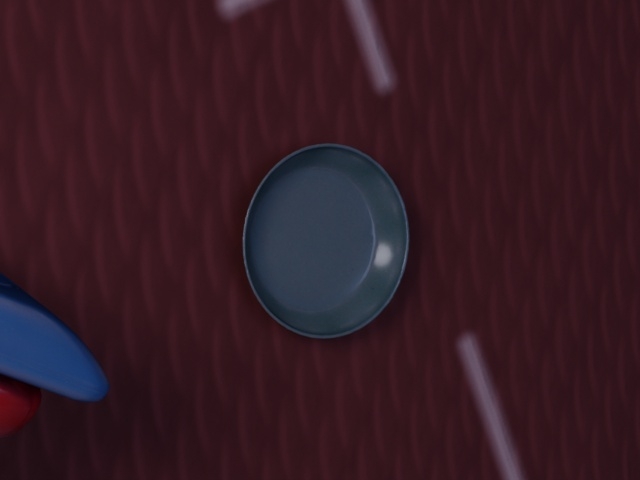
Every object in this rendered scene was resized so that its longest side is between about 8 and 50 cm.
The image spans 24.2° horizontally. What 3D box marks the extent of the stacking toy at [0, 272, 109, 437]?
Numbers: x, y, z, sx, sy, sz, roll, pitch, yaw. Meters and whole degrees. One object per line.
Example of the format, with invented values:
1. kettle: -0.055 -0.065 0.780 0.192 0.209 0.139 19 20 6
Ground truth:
1. stacking toy: -0.255 0.132 0.710 0.175 0.166 0.302 28 90 -46

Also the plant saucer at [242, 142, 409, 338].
1. plant saucer: 0.000 0.000 0.917 0.119 0.021 0.119 -2 93 -32
